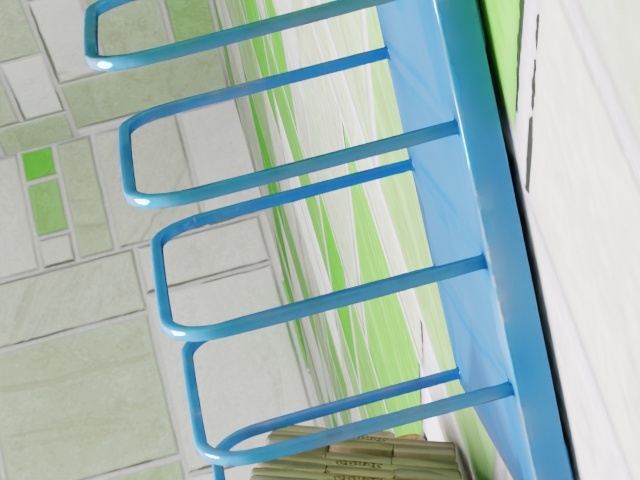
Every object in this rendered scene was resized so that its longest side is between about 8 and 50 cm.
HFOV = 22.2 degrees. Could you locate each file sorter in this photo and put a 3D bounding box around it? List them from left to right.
[{"bbox_3d":[0.000,0.000,0.492,0.118,0.104,0.170,-116,12,-71],"label":"file sorter"}]

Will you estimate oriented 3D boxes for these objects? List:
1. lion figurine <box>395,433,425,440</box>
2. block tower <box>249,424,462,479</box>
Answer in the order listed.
[{"bbox_3d":[-0.019,0.266,0.829,0.392,0.240,0.142,-108,5,-54],"label":"lion figurine"},{"bbox_3d":[0.009,0.140,0.618,0.335,0.091,0.097,-57,-29,-85],"label":"block tower"}]
